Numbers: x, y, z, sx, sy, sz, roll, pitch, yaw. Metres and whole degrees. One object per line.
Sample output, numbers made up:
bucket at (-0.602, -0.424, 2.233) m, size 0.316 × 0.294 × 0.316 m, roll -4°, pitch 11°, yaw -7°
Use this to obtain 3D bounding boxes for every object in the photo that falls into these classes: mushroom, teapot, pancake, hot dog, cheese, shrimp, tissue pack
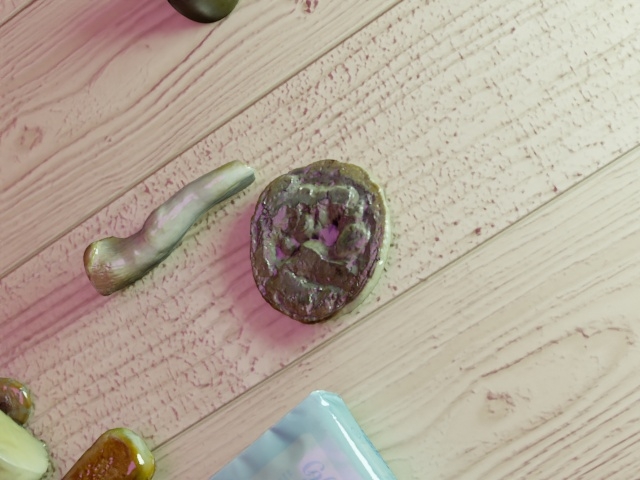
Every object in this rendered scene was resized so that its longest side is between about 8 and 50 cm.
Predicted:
mushroom at (-0.146, -0.019, 1.429) m, size 0.202 × 0.059 × 0.054 m, roll -36°, pitch 85°, yaw 15°
teapot at (-0.130, -0.260, 1.459) m, size 0.121 × 0.068 × 0.076 m, roll 3°, pitch 82°, yaw 25°
pancake at (0.000, 0.000, 1.380) m, size 0.158 × 0.028 × 0.158 m, roll -6°, pitch 77°, yaw 26°
hot dog at (-0.260, 0.295, 1.426) m, size 0.286 × 0.061 × 0.088 m, roll -44°, pitch 63°, yaw 13°
cheese at (-0.361, 0.247, 1.452) m, size 0.123 × 0.094 × 0.167 m, roll 39°, pitch 101°, yaw -18°
shrimp at (-0.342, 0.168, 1.509) m, size 0.108 × 0.023 × 0.059 m, roll 3°, pitch 91°, yaw 25°
tissue pack at (0.018, 0.287, 1.289) m, size 0.177 × 0.089 × 0.263 m, roll -42°, pitch 65°, yaw 11°
